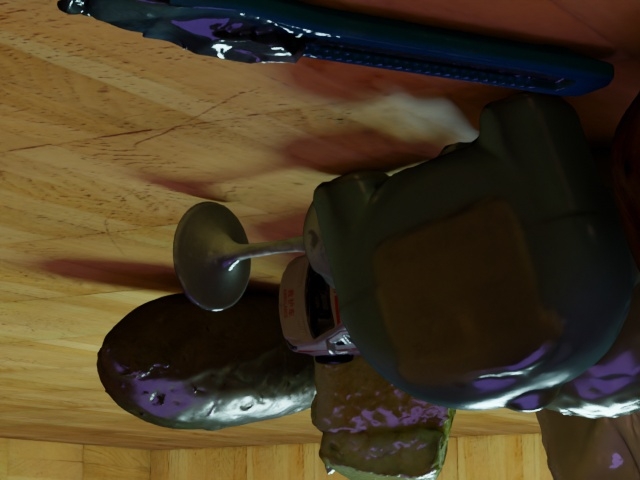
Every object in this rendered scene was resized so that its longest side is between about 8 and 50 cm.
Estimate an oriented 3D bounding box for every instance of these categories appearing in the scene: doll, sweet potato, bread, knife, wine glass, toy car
[{"bbox_3d":[0.137,0.021,1.026,0.177,0.161,0.261,-26,162,29],"label":"doll"},{"bbox_3d":[-0.038,0.105,1.652,0.423,0.130,0.130,0,172,-41],"label":"sweet potato"},{"bbox_3d":[0.054,0.123,1.521,0.124,0.186,0.257,2,161,7],"label":"bread"},{"bbox_3d":[0.015,-0.090,0.801,0.296,0.026,0.044,6,156,-29],"label":"knife"},{"bbox_3d":[0.000,0.000,1.155,0.195,0.079,0.079,-8,168,40],"label":"wine glass"},{"bbox_3d":[0.055,0.037,1.338,0.210,0.089,0.108,-6,168,21],"label":"toy car"}]

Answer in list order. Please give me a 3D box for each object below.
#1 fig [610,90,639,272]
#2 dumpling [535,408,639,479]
[{"bbox_3d":[0.281,-0.016,0.826,0.290,0.190,0.190,-1,170,9],"label":"fig"},{"bbox_3d":[0.331,0.131,1.235,0.395,0.315,0.233,-12,169,34],"label":"dumpling"}]
